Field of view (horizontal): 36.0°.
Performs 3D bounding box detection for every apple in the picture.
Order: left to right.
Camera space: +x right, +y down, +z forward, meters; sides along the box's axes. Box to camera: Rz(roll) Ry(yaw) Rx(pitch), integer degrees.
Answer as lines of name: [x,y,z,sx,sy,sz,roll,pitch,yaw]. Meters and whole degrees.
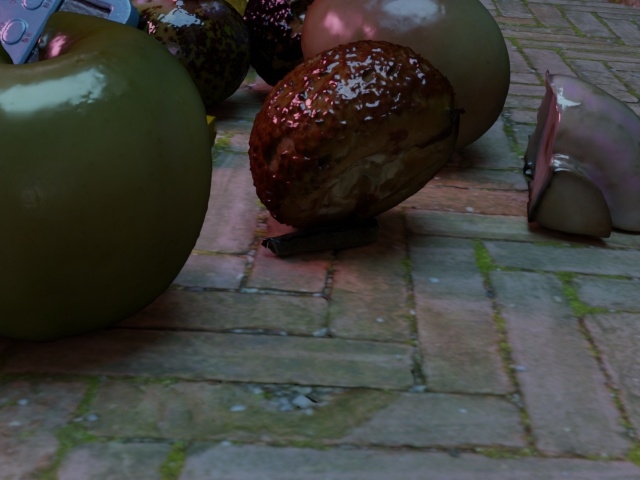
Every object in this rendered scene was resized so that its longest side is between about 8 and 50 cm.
apple: [-0.236,-0.056,0.829,0.292,0.254,0.292,2,26,-1]

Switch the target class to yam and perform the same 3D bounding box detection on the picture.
yam: [0.000,0.000,1.034,0.130,0.033,0.027,-11,57,-23]

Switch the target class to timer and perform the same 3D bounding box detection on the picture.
timer: [-0.397,-0.267,1.335,0.250,0.091,0.231,16,69,19]

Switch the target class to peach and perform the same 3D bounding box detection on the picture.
peach: [0.113,-0.249,1.339,0.292,0.247,0.292,36,24,-19]

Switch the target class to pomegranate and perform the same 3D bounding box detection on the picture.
pomegranate: [-0.200,-0.312,1.430,0.214,0.247,0.214,5,23,-2]

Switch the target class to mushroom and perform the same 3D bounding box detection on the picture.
mushroom: [0.341,-0.109,1.175,0.173,0.162,0.236,6,25,7]

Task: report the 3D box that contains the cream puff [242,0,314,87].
cream puff: [-0.007,-0.314,1.544,0.239,0.164,0.239,-3,-6,0]

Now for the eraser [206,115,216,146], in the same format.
eraser: [-0.205,-0.139,1.286,0.122,0.045,0.097,8,23,6]

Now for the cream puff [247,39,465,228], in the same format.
cream puff: [0.033,-0.115,1.045,0.240,0.240,0.164,-8,56,-28]

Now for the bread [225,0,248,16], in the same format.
bread: [-0.219,-0.386,1.704,0.240,0.139,0.240,25,29,-15]
